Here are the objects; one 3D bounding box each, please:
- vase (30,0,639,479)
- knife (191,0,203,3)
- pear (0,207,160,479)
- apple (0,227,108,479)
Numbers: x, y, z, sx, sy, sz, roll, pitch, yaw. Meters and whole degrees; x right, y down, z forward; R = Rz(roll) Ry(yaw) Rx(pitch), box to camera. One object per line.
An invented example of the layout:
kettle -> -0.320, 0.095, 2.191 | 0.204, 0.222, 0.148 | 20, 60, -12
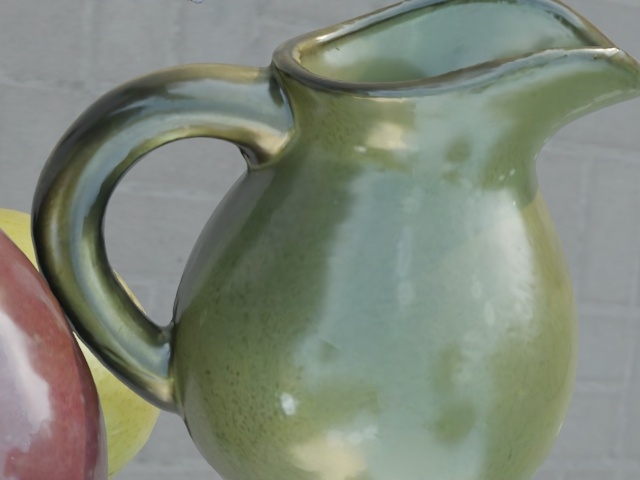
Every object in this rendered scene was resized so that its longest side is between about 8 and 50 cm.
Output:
vase -> 0.000, 0.000, 0.968 | 0.329, 0.241, 0.302 | 8, 110, -9
knife -> -0.182, -0.227, 0.852 | 0.132, 0.398, 0.038 | 23, 107, -48
pear -> -0.312, 0.122, 1.636 | 0.309, 0.309, 0.309 | -2, 94, -31
apple -> -0.256, 0.102, 0.878 | 0.306, 0.235, 0.305 | 0, 89, -21
